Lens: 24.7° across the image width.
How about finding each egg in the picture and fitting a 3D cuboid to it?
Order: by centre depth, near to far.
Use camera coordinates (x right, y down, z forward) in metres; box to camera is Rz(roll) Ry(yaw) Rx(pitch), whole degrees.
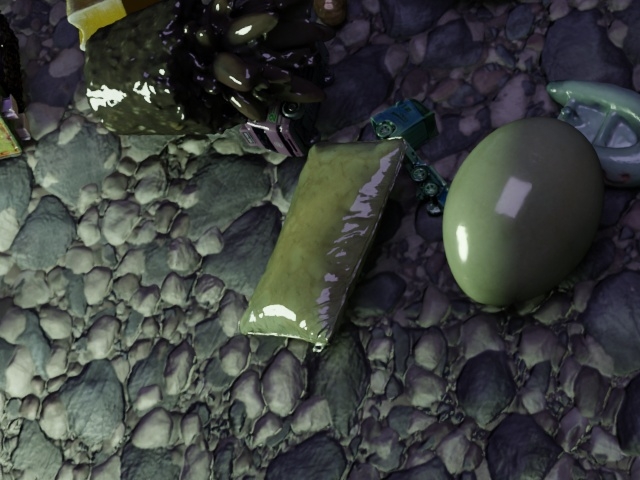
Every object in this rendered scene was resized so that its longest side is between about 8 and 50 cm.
[{"bbox_3d":[0.247,-0.036,1.793,0.186,0.186,0.253,25,75,27],"label":"egg"}]

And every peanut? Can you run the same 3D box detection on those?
[{"bbox_3d":[0.008,-0.357,2.112,0.054,0.054,0.113,-22,60,6],"label":"peanut"}]

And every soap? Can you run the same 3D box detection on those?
[{"bbox_3d":[-0.301,-0.372,2.150,0.140,0.073,0.232,-21,33,4],"label":"soap"}]

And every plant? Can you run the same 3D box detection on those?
[{"bbox_3d":[-0.144,-0.234,1.942,0.321,0.194,0.181,-7,71,27],"label":"plant"}]

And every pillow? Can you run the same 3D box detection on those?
[{"bbox_3d":[0.000,0.000,1.904,0.185,0.075,0.302,3,65,48],"label":"pillow"}]

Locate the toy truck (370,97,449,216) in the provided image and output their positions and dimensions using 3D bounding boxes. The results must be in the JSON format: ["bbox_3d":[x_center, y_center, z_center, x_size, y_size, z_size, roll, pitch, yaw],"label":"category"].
[{"bbox_3d":[0.141,-0.110,1.934,0.081,0.067,0.175,-32,60,-6],"label":"toy truck"}]

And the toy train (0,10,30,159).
[{"bbox_3d":[-0.535,-0.228,2.179,0.177,0.134,0.261,-12,62,2],"label":"toy train"}]

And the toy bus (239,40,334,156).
[{"bbox_3d":[-0.046,-0.207,2.034,0.098,0.087,0.178,1,62,21],"label":"toy bus"}]

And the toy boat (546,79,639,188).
[{"bbox_3d":[0.364,-0.142,1.874,0.208,0.079,0.134,25,72,28],"label":"toy boat"}]
